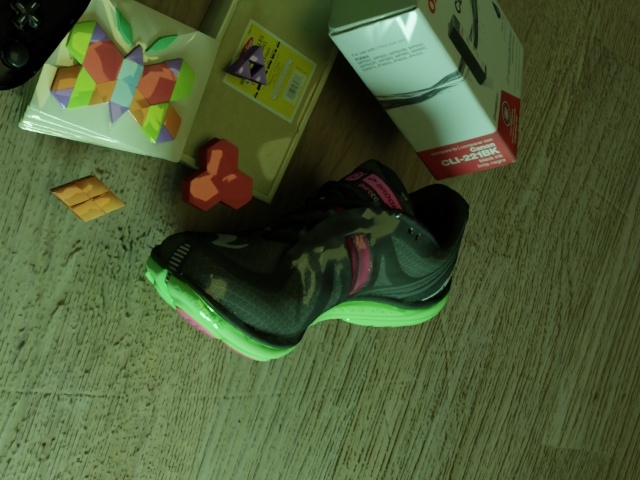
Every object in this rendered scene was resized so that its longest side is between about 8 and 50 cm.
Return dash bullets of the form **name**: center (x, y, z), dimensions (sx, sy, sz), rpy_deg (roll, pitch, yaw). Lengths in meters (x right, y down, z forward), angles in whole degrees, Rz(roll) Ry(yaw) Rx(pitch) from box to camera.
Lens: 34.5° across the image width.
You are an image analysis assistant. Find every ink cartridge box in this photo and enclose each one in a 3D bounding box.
- **ink cartridge box**: center (0.134, -0.235, 1.214), dimensions (0.273, 0.114, 0.197), rpy_deg (46, 43, -42)

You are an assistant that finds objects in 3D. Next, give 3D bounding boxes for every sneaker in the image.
- **sneaker**: center (0.000, 0.000, 1.161), dimensions (0.482, 0.185, 0.202), rpy_deg (-8, 129, -52)

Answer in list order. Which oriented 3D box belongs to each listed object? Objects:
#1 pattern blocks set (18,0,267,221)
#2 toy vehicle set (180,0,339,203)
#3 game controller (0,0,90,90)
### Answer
- **pattern blocks set**: center (-0.193, -0.159, 1.013), dimensions (0.324, 0.026, 0.286), rpy_deg (0, 101, -35)
- **toy vehicle set**: center (-0.067, -0.191, 1.147), dimensions (0.166, 0.035, 0.267), rpy_deg (28, 85, -45)
- **game controller**: center (-0.326, -0.274, 0.836), dimensions (0.166, 0.067, 0.319), rpy_deg (-54, 126, -13)
